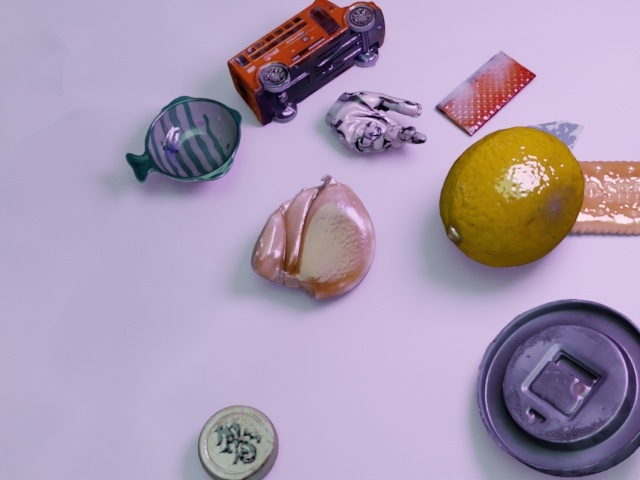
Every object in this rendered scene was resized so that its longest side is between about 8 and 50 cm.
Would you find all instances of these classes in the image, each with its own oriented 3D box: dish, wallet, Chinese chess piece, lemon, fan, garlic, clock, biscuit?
[{"bbox_3d":[-0.266,-0.183,2.052,0.246,0.078,0.224,-28,63,-8],"label":"dish"},{"bbox_3d":[0.341,-0.305,2.073,0.196,0.020,0.103,-41,66,-13],"label":"wallet"},{"bbox_3d":[-0.145,0.362,1.776,0.144,0.058,0.144,-2,64,5],"label":"Chinese chess piece"},{"bbox_3d":[0.348,-0.079,1.837,0.267,0.267,0.267,-3,63,5],"label":"lemon"},{"bbox_3d":[0.426,-0.167,2.000,0.240,0.009,0.131,-41,66,-13],"label":"fan"},{"bbox_3d":[0.000,0.000,1.918,0.217,0.110,0.228,25,79,5],"label":"garlic"},{"bbox_3d":[0.421,0.250,1.710,0.312,0.061,0.313,-14,55,21],"label":"clock"},{"bbox_3d":[0.571,-0.085,1.925,0.249,0.030,0.160,2,65,5],"label":"biscuit"}]

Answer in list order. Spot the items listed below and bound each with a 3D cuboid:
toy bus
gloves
[{"bbox_3d":[-0.024,-0.390,2.093,0.329,0.143,0.153,-36,65,-9],"label":"toy bus"},{"bbox_3d":[0.119,-0.227,2.016,0.212,0.111,0.127,32,47,23],"label":"gloves"}]
